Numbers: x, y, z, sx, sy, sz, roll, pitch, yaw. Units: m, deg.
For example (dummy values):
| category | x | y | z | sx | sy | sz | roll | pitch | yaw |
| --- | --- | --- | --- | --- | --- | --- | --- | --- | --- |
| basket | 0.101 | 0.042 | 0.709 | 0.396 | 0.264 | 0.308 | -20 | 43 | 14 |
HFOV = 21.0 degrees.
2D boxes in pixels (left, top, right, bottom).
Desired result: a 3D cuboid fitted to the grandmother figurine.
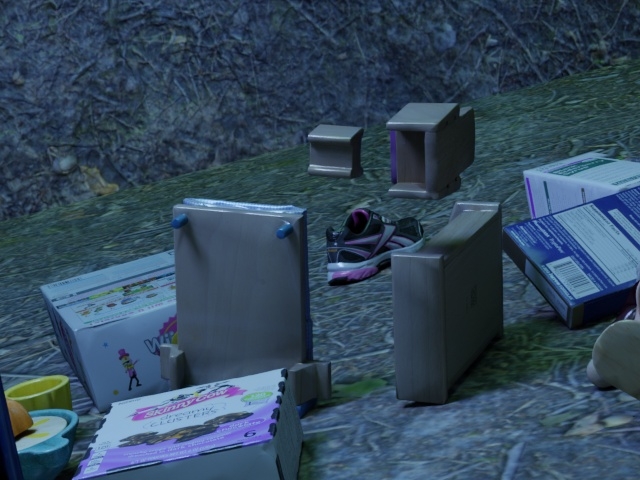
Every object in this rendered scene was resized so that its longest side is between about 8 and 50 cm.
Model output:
| category | x | y | z | sx | sy | sz | roll | pitch | yaw |
| --- | --- | --- | --- | --- | --- | --- | --- | --- | --- |
| grandmother figurine | 0.309 | 0.044 | 1.470 | 0.208 | 0.104 | 0.342 | -27 | 2 | 13 |

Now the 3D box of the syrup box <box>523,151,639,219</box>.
| category | x | y | z | sx | sy | sz | roll | pitch | yaw |
| --- | --- | --- | --- | --- | --- | --- | --- | --- | --- |
| syrup box | 0.323 | -0.037 | 1.940 | 0.093 | 0.096 | 0.237 | -15 | 12 | -16 |

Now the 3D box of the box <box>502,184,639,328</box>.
| category | x | y | z | sx | sy | sz | roll | pitch | yaw |
| --- | --- | --- | --- | --- | --- | --- | --- | --- | --- |
| box | 0.313 | 0.005 | 1.741 | 0.225 | 0.036 | 0.136 | -18 | 43 | -17 |

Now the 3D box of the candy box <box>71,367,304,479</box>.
| category | x | y | z | sx | sy | sz | roll | pitch | yaw |
| --- | --- | --- | --- | --- | --- | --- | --- | --- | --- |
| candy box | -0.104 | 0.179 | 1.429 | 0.165 | 0.070 | 0.196 | -13 | 12 | 5 |

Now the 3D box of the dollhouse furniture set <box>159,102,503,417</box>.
| category | x | y | z | sx | sy | sz | roll | pitch | yaw |
| --- | --- | --- | --- | --- | --- | --- | --- | --- | --- |
| dollhouse furniture set | 0.000 | 0.000 | 1.640 | 0.303 | 0.286 | 0.198 | 3 | 16 | 20 |

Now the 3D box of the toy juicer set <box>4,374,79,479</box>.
| category | x | y | z | sx | sy | sz | roll | pitch | yaw |
| --- | --- | --- | --- | --- | --- | --- | --- | --- | --- |
| toy juicer set | -0.317 | 0.195 | 1.552 | 0.209 | 0.089 | 0.329 | -15 | 12 | -9 |

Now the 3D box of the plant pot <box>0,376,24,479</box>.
| category | x | y | z | sx | sy | sz | roll | pitch | yaw |
| --- | --- | --- | --- | --- | --- | --- | --- | --- | --- |
| plant pot | -0.352 | 0.187 | 1.290 | 0.236 | 0.236 | 0.212 | -10 | 6 | 21 |

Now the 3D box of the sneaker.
| category | x | y | z | sx | sy | sz | roll | pitch | yaw |
| --- | --- | --- | --- | --- | --- | --- | --- | --- | --- |
| sneaker | 0.068 | -0.007 | 2.139 | 0.072 | 0.077 | 0.178 | -4 | 13 | 34 |

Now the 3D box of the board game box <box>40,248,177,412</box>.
| category | x | y | z | sx | sy | sz | roll | pitch | yaw |
| --- | --- | --- | --- | --- | --- | --- | --- | --- | --- |
| board game box | -0.177 | 0.085 | 1.924 | 0.224 | 0.097 | 0.303 | -17 | 10 | -12 |
